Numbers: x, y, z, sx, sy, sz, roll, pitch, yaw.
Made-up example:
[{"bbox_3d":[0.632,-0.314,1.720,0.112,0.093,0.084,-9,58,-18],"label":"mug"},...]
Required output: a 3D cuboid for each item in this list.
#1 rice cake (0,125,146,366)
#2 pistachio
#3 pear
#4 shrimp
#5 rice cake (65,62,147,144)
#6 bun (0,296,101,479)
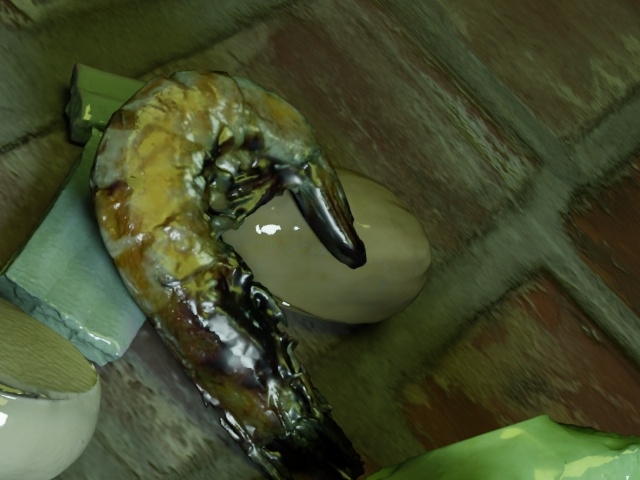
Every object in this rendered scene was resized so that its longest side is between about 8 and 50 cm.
[{"bbox_3d":[-0.175,0.002,1.541,0.127,0.043,0.237,36,37,-12],"label":"rice cake"},{"bbox_3d":[0.000,0.000,1.647,0.226,0.136,0.136,15,44,-29],"label":"pistachio"},{"bbox_3d":[0.113,0.276,1.408,0.282,0.176,0.286,-14,101,-32],"label":"pear"},{"bbox_3d":[-0.040,0.023,1.525,0.233,0.071,0.365,-42,104,-31],"label":"shrimp"},{"bbox_3d":[-0.131,-0.105,1.696,0.222,0.042,0.080,13,46,-34],"label":"rice cake"},{"bbox_3d":[-0.242,0.115,1.293,0.173,0.120,0.173,26,12,-6],"label":"bun"}]
